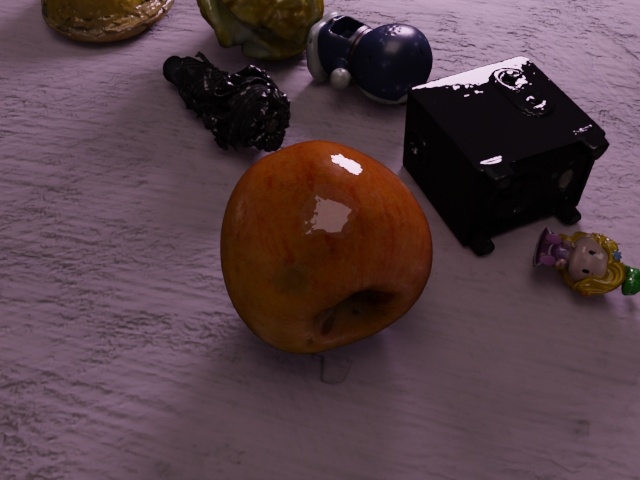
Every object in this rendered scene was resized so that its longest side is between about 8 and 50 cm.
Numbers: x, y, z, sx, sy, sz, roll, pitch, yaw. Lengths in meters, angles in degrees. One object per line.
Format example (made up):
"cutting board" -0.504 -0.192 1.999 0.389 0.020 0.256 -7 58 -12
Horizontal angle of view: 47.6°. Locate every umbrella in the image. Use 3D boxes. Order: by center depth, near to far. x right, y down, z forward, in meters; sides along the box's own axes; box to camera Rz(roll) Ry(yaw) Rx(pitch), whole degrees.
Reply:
"umbrella" -0.185 -0.282 1.336 0.128 0.154 0.337 5 35 -51

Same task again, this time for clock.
"clock" 0.094 -0.347 1.387 0.243 0.147 0.199 23 50 29

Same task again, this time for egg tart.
"egg tart" -0.471 -0.558 1.593 0.314 0.120 0.315 -1 51 2

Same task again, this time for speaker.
"speaker" 0.287 -0.144 1.181 0.232 0.184 0.254 -18 50 -13

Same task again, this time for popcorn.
"popcorn" -0.110 -0.491 1.470 0.225 0.276 0.277 -35 48 21

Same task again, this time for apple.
"apple" 0.000 0.000 0.996 0.298 0.299 0.275 -12 61 -8

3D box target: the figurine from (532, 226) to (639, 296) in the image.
"figurine" 0.404 0.032 1.100 0.156 0.095 0.115 16 13 10
